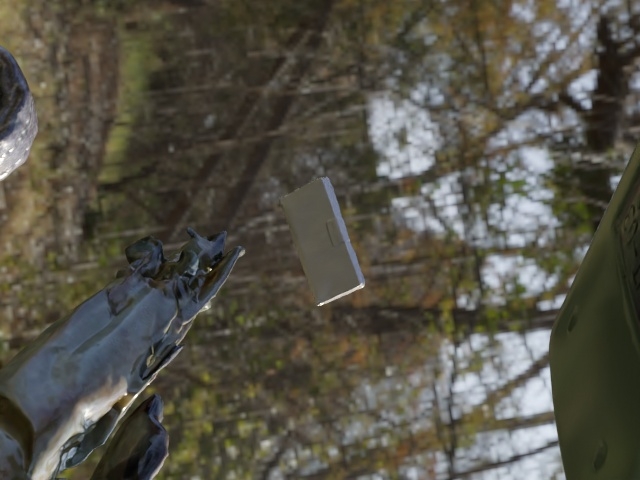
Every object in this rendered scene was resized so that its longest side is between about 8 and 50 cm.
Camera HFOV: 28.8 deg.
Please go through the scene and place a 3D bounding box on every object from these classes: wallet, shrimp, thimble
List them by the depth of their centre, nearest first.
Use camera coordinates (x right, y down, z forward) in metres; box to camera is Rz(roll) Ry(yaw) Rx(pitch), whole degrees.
[{"bbox_3d":[-0.155,0.135,0.819,0.360,0.085,0.247,-57,160,-27],"label":"shrimp"},{"bbox_3d":[0.000,0.000,0.867,0.011,0.044,0.083,-3,72,-57],"label":"wallet"},{"bbox_3d":[-0.359,-0.129,1.243,0.098,0.150,0.150,112,-31,-72],"label":"thimble"}]

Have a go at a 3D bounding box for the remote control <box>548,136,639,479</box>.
[{"bbox_3d":[0.152,-0.014,0.441,0.140,0.056,0.296,-92,-167,-47],"label":"remote control"}]
